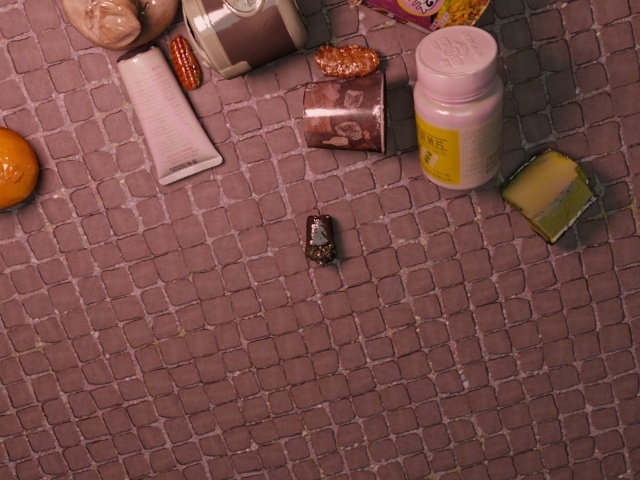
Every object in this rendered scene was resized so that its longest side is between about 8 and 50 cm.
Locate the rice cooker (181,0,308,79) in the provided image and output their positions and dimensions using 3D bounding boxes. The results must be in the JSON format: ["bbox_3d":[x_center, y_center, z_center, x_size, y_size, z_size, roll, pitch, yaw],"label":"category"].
[{"bbox_3d":[-0.193,-0.555,1.750,0.277,0.288,0.288,-21,104,7],"label":"rice cooker"}]

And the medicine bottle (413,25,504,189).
[{"bbox_3d":[0.338,-0.312,1.756,0.214,0.213,0.378,-11,141,4],"label":"medicine bottle"}]

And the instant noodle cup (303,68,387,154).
[{"bbox_3d":[0.067,-0.324,1.849,0.208,0.217,0.217,-1,106,8],"label":"instant noodle cup"}]

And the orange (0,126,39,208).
[{"bbox_3d":[-0.854,-0.189,1.899,0.219,0.193,0.219,-7,62,14],"label":"orange"}]

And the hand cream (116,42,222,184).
[{"bbox_3d":[-0.411,-0.336,1.908,0.186,0.118,0.358,-21,112,3],"label":"hand cream"}]

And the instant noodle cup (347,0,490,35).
[{"bbox_3d":[0.259,-0.639,1.715,0.266,0.340,0.339,28,104,-18],"label":"instant noodle cup"}]

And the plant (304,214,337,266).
[{"bbox_3d":[0.000,0.000,1.994,0.092,0.094,0.143,-5,101,-9],"label":"plant"}]

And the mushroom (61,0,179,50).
[{"bbox_3d":[-0.483,-0.592,1.724,0.298,0.290,0.297,-7,124,-10],"label":"mushroom"}]

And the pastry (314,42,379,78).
[{"bbox_3d":[0.068,-0.460,1.880,0.170,0.063,0.087,6,75,2],"label":"pastry"}]

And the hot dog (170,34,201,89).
[{"bbox_3d":[-0.356,-0.468,1.895,0.062,0.038,0.144,-16,104,5],"label":"hot dog"}]

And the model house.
[{"bbox_3d":[0.635,-0.109,1.949,0.194,0.170,0.211,-48,128,6],"label":"model house"}]
